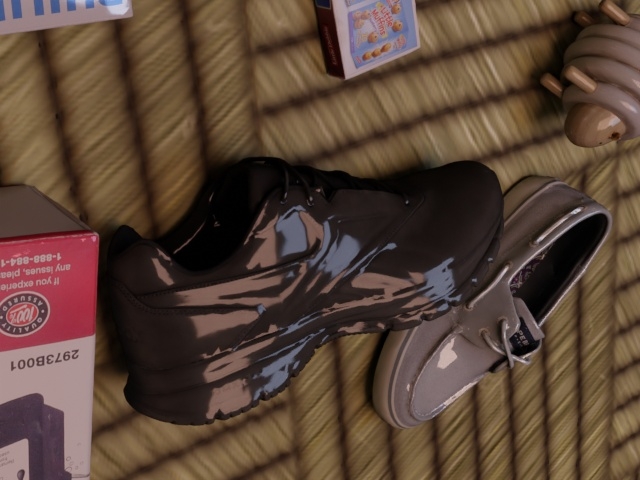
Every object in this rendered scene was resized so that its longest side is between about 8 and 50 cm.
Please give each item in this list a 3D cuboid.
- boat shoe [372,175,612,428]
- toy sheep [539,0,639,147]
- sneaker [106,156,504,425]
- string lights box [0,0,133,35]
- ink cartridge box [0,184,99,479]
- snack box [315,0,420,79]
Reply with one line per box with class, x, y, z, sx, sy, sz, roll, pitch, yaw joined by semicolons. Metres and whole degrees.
boat shoe;0.128;0.049;0.806;0.227;0.081;0.079;-51;130;-11
toy sheep;0.216;-0.124;0.805;0.091;0.091;0.132;40;77;-40
sneaker;0.000;0.000;0.679;0.286;0.109;0.130;-27;116;-29
string lights box;-0.165;-0.223;0.478;0.133;0.076;0.260;-17;117;-33
ink cartridge box;-0.211;0.103;0.556;0.171;0.100;0.237;-7;112;-35
snack box;0.020;-0.191;0.668;0.064;0.022;0.178;-27;122;-28
